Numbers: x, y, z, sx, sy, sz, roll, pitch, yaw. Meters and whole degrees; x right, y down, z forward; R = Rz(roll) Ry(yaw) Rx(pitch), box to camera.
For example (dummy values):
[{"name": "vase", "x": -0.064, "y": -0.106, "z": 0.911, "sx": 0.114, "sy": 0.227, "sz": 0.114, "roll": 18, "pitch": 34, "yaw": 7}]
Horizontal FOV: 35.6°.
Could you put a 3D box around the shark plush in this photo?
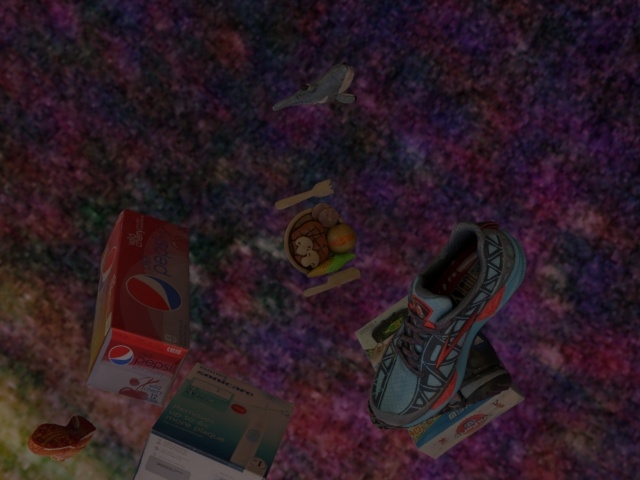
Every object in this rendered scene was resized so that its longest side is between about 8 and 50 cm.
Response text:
[{"name": "shark plush", "x": -0.013, "y": -0.267, "z": 1.710, "sx": 0.161, "sy": 0.073, "sz": 0.067, "roll": -7, "pitch": 176, "yaw": 26}]

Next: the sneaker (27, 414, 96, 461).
[{"name": "sneaker", "x": -0.404, "y": 0.320, "z": 1.551, "sx": 0.064, "sy": 0.067, "sz": 0.175, "roll": 32, "pitch": -178, "yaw": 14}]

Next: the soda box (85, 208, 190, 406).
[{"name": "soda box", "x": -0.204, "y": 0.068, "z": 1.141, "sx": 0.092, "sy": 0.083, "sz": 0.263, "roll": 19, "pitch": -154, "yaw": -18}]

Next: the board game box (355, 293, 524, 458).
[{"name": "board game box", "x": 0.238, "y": 0.253, "z": 2.029, "sx": 0.097, "sy": 0.224, "sz": 0.303, "roll": 40, "pitch": -163, "yaw": -52}]

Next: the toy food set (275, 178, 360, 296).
[{"name": "toy food set", "x": 0.000, "y": 0.000, "z": 1.784, "sx": 0.038, "sy": 0.132, "sz": 0.192, "roll": 18, "pitch": 129, "yaw": 70}]

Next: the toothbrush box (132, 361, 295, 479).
[{"name": "toothbrush box", "x": -0.186, "y": 0.369, "z": 1.820, "sx": 0.216, "sy": 0.126, "sz": 0.295, "roll": 23, "pitch": -163, "yaw": 3}]

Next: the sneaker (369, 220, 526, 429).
[{"name": "sneaker", "x": 0.121, "y": 0.087, "z": 1.120, "sx": 0.104, "sy": 0.262, "sz": 0.125, "roll": 29, "pitch": 177, "yaw": 36}]

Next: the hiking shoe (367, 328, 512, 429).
[{"name": "hiking shoe", "x": 0.168, "y": 0.201, "z": 1.519, "sx": 0.304, "sy": 0.113, "sz": 0.132, "roll": -33, "pitch": 73, "yaw": 50}]
